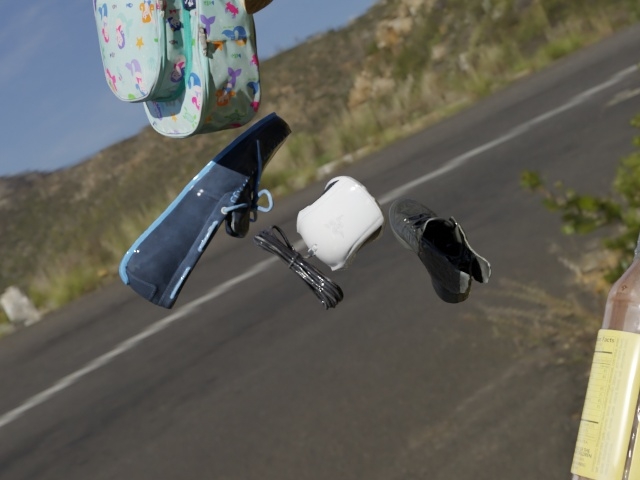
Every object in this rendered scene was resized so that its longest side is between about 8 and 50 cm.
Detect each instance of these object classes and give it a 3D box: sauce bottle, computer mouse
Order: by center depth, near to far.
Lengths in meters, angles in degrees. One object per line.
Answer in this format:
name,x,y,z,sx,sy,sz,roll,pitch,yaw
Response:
computer mouse,0.000,0.000,1.090,0.042,0.106,0.193,-40,-5,-27
sauce bottle,0.340,0.117,1.220,0.111,0.344,0.111,14,-6,1

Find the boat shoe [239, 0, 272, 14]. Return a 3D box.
boat shoe,-0.084,-0.322,1.329,0.063,0.059,0.170,-34,-18,-18

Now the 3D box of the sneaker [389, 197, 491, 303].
sneaker,0.118,-0.002,1.198,0.051,0.170,0.089,-23,-36,-10

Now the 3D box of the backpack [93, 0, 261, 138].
backpack,-0.186,-0.264,1.602,0.191,0.254,0.225,-20,15,-32

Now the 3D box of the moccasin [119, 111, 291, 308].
moccasin,-0.154,-0.041,1.783,0.342,0.117,0.138,-48,0,-5
